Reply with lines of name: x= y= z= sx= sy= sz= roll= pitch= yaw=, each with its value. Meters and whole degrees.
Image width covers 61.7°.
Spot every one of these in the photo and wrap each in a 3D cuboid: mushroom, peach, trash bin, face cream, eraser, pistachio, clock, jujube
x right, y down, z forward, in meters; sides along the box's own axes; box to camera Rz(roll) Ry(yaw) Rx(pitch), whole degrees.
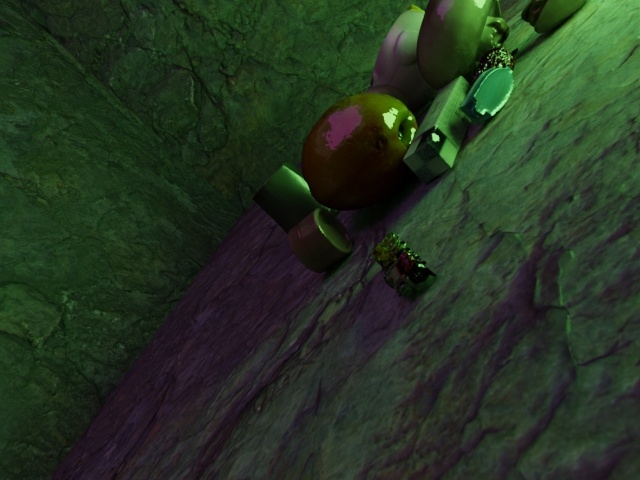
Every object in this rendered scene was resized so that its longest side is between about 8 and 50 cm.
mushroom: x=0.456 y=-0.624 z=1.635 sx=0.362 sy=0.295 sz=0.362 roll=20 pitch=-90 yaw=-74
peach: x=0.103 y=-0.245 z=1.532 sx=0.373 sy=0.290 sz=0.372 roll=-23 pitch=58 yaw=42
trash bin: x=-0.090 y=-0.137 z=1.914 sx=0.219 sy=0.250 sz=0.219 roll=-52 pitch=8 yaw=-23
face cream: x=0.000 y=0.000 z=1.440 sx=0.104 sy=0.149 sz=0.149 roll=-38 pitch=15 yaw=24
eraser: x=0.336 y=-0.313 z=1.457 sx=0.096 sy=0.098 sz=0.403 roll=-33 pitch=19 yaw=43
pistachio: x=0.668 y=-0.682 z=1.490 sx=0.215 sy=0.144 sz=0.144 roll=-45 pitch=12 yaw=29
mushroom: x=0.222 y=-0.409 z=1.905 sx=0.260 sy=0.254 sz=0.234 roll=-50 pitch=-33 yaw=17
clock: x=0.351 y=-0.652 z=2.045 sx=0.376 sy=0.251 sz=0.368 roll=-59 pitch=-9 yaw=12
jujube: x=0.484 y=-0.469 z=1.502 sx=0.104 sy=0.104 sz=0.165 roll=-20 pitch=41 yaw=61

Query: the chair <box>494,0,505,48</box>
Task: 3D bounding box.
chair: x=0.555 y=-0.757 z=1.885 sx=0.176 sy=0.183 sz=0.326 roll=-8 pitch=32 yaw=26

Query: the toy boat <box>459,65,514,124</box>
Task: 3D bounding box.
toy boat: x=0.428 y=-0.380 z=1.404 sx=0.215 sy=0.088 sz=0.102 roll=-52 pitch=11 yaw=-21

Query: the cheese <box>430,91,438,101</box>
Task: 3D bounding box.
cheese: x=0.459 y=-0.544 z=1.895 sx=0.105 sy=0.042 sz=0.191 roll=-46 pitch=12 yaw=-7

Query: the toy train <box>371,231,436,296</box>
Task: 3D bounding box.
toy train: x=0.156 y=0.047 z=1.050 sx=0.085 sy=0.053 sz=0.249 roll=-52 pitch=13 yaw=8

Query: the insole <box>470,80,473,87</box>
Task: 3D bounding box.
insole: x=0.507 y=-0.520 z=1.744 sx=0.192 sy=0.010 sz=0.063 roll=-44 pitch=14 yaw=1
